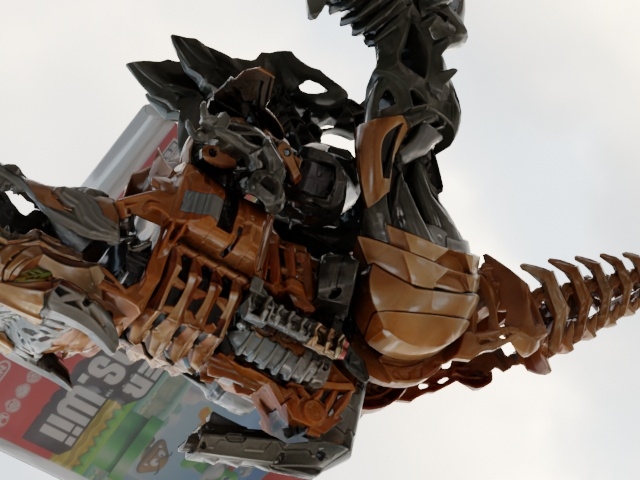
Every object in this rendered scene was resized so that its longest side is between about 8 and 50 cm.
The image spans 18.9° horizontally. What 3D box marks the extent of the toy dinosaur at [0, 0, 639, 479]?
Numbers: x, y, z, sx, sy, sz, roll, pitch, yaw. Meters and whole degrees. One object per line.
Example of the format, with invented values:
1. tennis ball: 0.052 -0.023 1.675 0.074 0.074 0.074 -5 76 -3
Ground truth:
1. toy dinosaur: 0.000 0.000 0.798 0.322 0.164 0.218 23 -130 -48

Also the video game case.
1. video game case: -0.070 0.066 1.114 0.204 0.025 0.285 -52 -42 2
